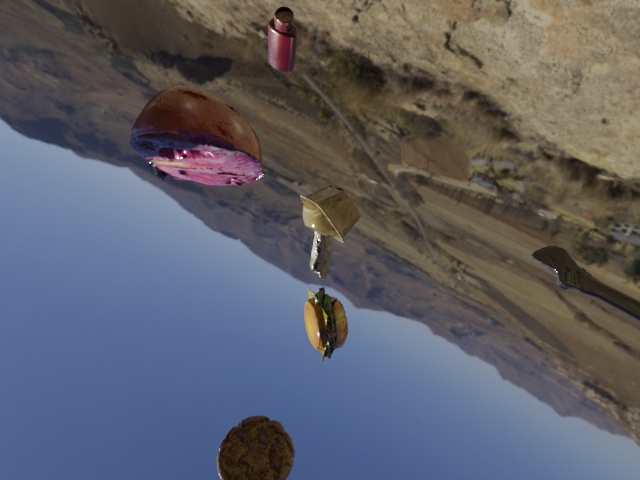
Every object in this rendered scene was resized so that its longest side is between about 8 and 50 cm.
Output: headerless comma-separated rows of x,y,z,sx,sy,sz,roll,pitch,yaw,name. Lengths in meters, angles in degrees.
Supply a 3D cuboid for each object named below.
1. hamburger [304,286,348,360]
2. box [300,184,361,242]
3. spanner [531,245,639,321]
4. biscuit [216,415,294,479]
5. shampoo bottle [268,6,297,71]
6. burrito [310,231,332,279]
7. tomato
0.017,0.210,1.220,0.093,0.190,0.164,-10,-139,-17,hamburger
0.013,-0.057,1.001,0.111,0.111,0.177,31,-179,-20,box
0.318,0.065,0.486,0.208,0.046,0.012,32,151,21,spanner
-0.177,0.585,1.284,0.225,0.226,0.042,30,146,32,biscuit
-0.127,-0.673,1.586,0.102,0.064,0.260,25,166,-2,shampoo bottle
0.002,0.000,1.368,0.063,0.230,0.058,4,-167,12,burrito
-0.264,-0.245,1.098,0.289,0.177,0.335,7,168,5,tomato
